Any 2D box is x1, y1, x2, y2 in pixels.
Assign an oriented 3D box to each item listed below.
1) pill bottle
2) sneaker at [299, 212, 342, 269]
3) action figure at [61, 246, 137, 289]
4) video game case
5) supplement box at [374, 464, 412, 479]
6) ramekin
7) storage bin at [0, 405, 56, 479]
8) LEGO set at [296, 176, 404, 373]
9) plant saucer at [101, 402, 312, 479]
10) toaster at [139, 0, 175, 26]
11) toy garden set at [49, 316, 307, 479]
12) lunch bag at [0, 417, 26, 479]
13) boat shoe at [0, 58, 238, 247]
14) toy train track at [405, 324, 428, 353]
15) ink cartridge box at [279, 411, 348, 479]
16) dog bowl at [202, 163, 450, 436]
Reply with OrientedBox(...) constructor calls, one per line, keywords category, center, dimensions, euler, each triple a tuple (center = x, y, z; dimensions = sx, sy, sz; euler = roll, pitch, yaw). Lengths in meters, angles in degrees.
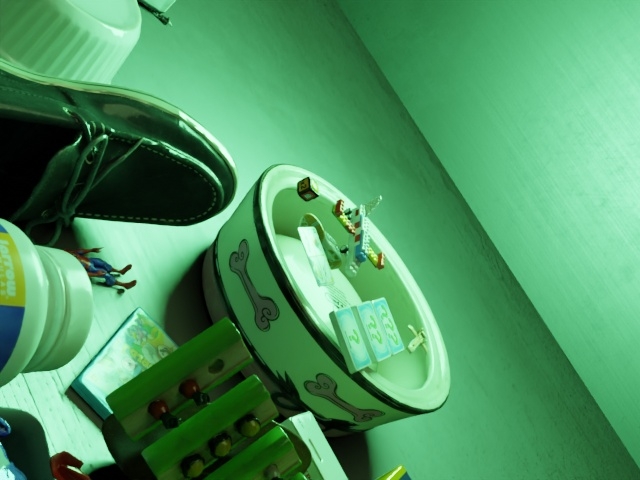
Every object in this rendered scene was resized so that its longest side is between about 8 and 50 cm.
OrientedBox(category="pill bottle", center=(-0.314, 0.047, 0.675), dimensions=(0.272, 0.152, 0.152), euler=(12, 46, -58))
OrientedBox(category="sneaker", center=(0.000, 0.000, 1.140), dimensions=(0.083, 0.031, 0.037), euler=(60, 15, -9))
OrientedBox(category="action figure", center=(-0.258, 0.028, 0.983), dimensions=(0.115, 0.030, 0.038), euler=(19, 44, -51))
OrientedBox(category="video game case", center=(-0.190, 0.153, 0.943), dimensions=(0.119, 0.015, 0.166), euler=(49, 22, -10))
OrientedBox(category="supplement box", center=(-0.003, 0.371, 0.744), dimensions=(0.194, 0.195, 0.356), euler=(56, 22, 9))
OrientedBox(category="ramekin", center=(-0.362, -0.323, 1.170), dimensions=(0.273, 0.127, 0.273), euler=(43, 24, -24))
OrientedBox(category="storage bin", center=(-0.275, 0.182, 0.629), dimensions=(0.135, 0.091, 0.098), euler=(21, 38, -52))
OrientedBox(category="LEGO set", center=(0.048, 0.032, 1.096), dimensions=(0.182, 0.060, 0.244), euler=(-4, 72, -65))
OrientedBox(category="plant saucer", center=(-0.108, 0.207, 0.805), dimensions=(0.198, 0.198, 0.036), euler=(36, 46, -35))
OrientedBox(category="toaster", center=(-0.321, -0.513, 1.562), dimensions=(0.185, 0.110, 0.168), euler=(25, 36, -50))
OrientedBox(category="toy garden set", center=(-0.107, 0.211, 0.687), dimensions=(0.049, 0.203, 0.244), euler=(38, -24, 47))
OrientedBox(category="lunch bag", center=(-0.357, 0.107, 0.370), dimensions=(0.328, 0.239, 0.385), euler=(52, 36, -6))
OrientedBox(category="boat shoe", center=(-0.289, -0.084, 0.894), dimensions=(0.500, 0.187, 0.156), euler=(18, 41, -45))
OrientedBox(category="toy train track", center=(0.137, 0.140, 1.218), dimensions=(0.048, 0.014, 0.083), euler=(55, 22, 4))
OrientedBox(category="ink cartridge box", center=(-0.044, 0.254, 0.936), dimensions=(0.089, 0.122, 0.052), euler=(60, 23, 16))
OrientedBox(category="dog bowl", center=(0.003, 0.096, 1.236), dimensions=(0.408, 0.150, 0.408), euler=(43, 24, -24))
